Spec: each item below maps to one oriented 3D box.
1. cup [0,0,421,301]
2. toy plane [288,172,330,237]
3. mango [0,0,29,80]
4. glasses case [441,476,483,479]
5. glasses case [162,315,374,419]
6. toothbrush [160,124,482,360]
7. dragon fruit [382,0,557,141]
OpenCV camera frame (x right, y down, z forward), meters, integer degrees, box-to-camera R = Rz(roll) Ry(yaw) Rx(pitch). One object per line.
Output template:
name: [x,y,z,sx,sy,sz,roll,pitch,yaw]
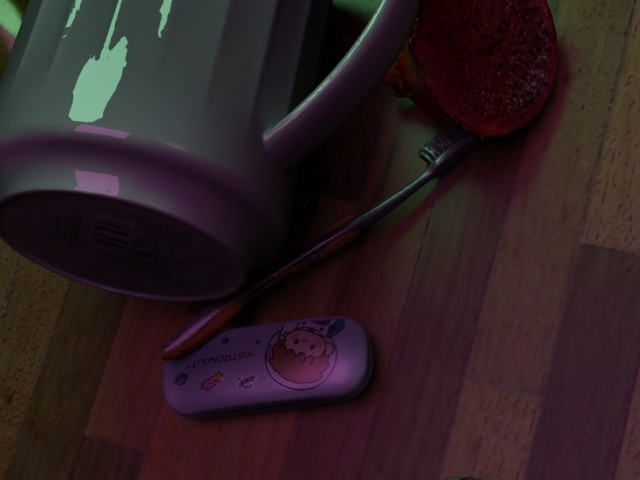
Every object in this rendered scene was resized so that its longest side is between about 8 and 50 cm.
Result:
cup: [-0.081,-0.138,0.842,0.322,0.237,0.327,-2,63,26]
toy plane: [-0.048,-0.026,0.936,0.120,0.031,0.049,-12,64,12]
mango: [-0.321,-0.251,1.047,0.146,0.129,0.289,-17,72,3]
glasses case: [0.147,0.309,0.734,0.123,0.076,0.316,-36,65,5]
glasses case: [-0.044,0.104,0.882,0.178,0.045,0.067,-10,63,16]
toothbrush: [0.001,0.002,0.892,0.321,0.023,0.031,-37,56,-6]
dragon fruit: [0.109,-0.158,0.891,0.111,0.153,0.153,4,71,56]
